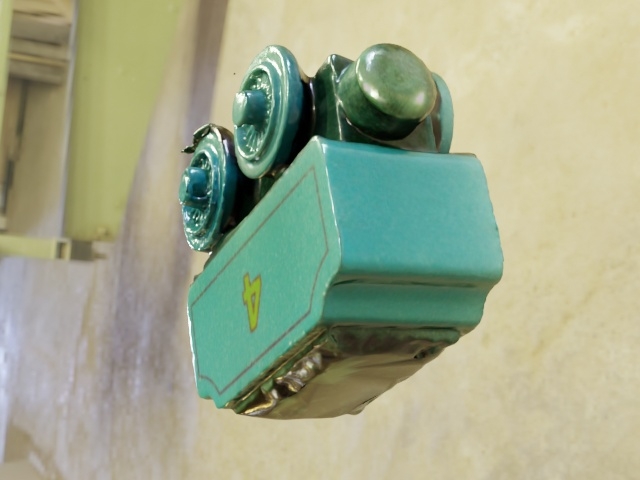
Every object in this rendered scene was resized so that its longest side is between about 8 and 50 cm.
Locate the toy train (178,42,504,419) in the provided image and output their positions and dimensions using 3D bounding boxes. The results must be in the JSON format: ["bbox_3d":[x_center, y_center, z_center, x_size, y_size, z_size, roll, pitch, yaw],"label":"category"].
[{"bbox_3d":[0.000,0.000,0.553,0.198,0.107,0.154,-46,47,52],"label":"toy train"}]
